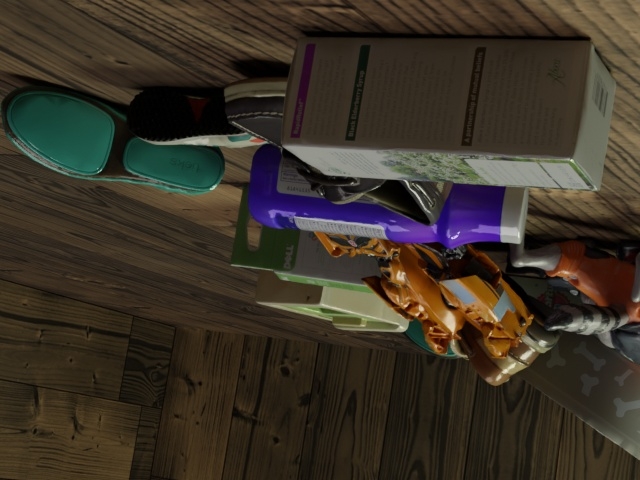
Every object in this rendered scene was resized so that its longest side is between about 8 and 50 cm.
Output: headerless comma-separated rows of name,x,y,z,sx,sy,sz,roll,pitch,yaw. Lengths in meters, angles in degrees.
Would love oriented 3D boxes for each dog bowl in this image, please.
dog bowl,0.380,0.199,1.977,0.349,0.102,0.349,36,-179,-1

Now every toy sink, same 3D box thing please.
toy sink,0.048,0.059,2.074,0.234,0.131,0.153,15,170,-39

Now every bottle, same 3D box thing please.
bottle,0.071,-0.045,1.487,0.283,0.092,0.118,7,-179,14

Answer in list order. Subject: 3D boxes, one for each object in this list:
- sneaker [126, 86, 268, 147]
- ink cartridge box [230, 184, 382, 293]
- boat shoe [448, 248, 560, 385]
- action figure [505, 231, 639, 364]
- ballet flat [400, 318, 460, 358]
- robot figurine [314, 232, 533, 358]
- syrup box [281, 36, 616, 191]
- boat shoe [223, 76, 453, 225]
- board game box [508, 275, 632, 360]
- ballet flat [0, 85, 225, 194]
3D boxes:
sneaker,-0.108,-0.109,1.377,0.161,0.057,0.075,1,163,28
ink cartridge box,0.000,0.000,1.812,0.209,0.109,0.062,8,171,7
boat shoe,0.204,0.094,1.879,0.122,0.120,0.324,38,-173,-14
action figure,0.343,0.074,1.760,0.341,0.178,0.330,1,159,39
ballet flat,0.154,0.112,2.373,0.280,0.095,0.096,28,-165,33
robot figurine,0.108,0.024,1.661,0.291,0.085,0.211,43,154,-29
syrup box,0.097,-0.099,1.105,0.237,0.096,0.093,5,169,25
boat shoe,0.027,-0.079,1.318,0.103,0.092,0.285,-1,168,43
board game box,0.403,0.127,2.279,0.303,0.097,0.224,5,170,18
ballet flat,-0.221,-0.101,1.494,0.247,0.083,0.087,15,-176,-25
